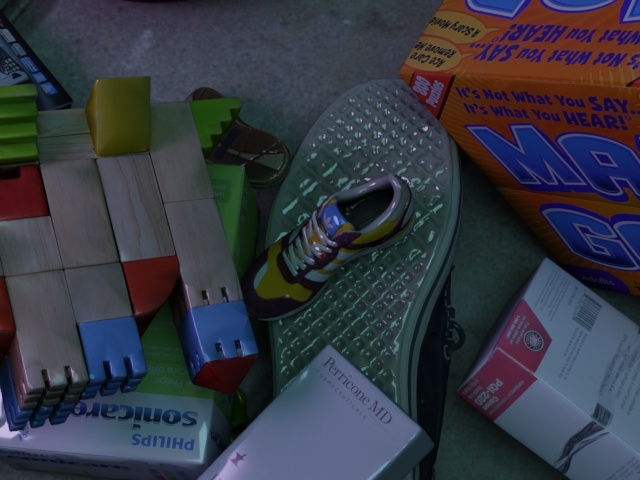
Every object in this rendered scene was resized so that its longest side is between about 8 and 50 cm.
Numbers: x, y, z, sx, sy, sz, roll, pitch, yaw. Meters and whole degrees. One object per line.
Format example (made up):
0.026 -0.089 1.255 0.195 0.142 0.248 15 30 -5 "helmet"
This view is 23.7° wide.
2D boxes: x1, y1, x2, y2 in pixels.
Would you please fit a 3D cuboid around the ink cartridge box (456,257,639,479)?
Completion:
0.263 0.146 1.491 0.218 0.092 0.158 36 43 2 "ink cartridge box"

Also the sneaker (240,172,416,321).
0.000 0.000 1.372 0.185 0.084 0.069 -36 68 -4 "sneaker"

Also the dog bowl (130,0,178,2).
-0.174 -0.426 1.556 0.408 0.150 0.408 3 75 -10 "dog bowl"

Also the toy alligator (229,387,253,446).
-0.086 0.204 1.468 0.051 0.056 0.189 -29 82 27 "toy alligator"

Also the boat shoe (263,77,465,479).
0.042 0.086 1.462 0.187 0.156 0.500 1 73 11 "boat shoe"

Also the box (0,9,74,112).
-0.413 -0.198 1.426 0.307 0.076 0.242 52 34 5 "box"

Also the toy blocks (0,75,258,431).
-0.223 0.030 1.254 0.381 0.191 0.261 -7 68 -24 "toy blocks"

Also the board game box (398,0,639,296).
0.371 -0.171 1.411 0.356 0.356 0.356 45 69 -35 "board game box"

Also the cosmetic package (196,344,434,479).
-0.025 0.213 1.305 0.117 0.085 0.231 41 86 21 "cosmetic package"

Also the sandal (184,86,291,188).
-0.087 -0.092 1.507 0.072 0.049 0.180 -51 48 -6 "sandal"

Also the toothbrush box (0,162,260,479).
-0.179 0.073 1.412 0.206 0.122 0.283 4 70 7 "toothbrush box"
